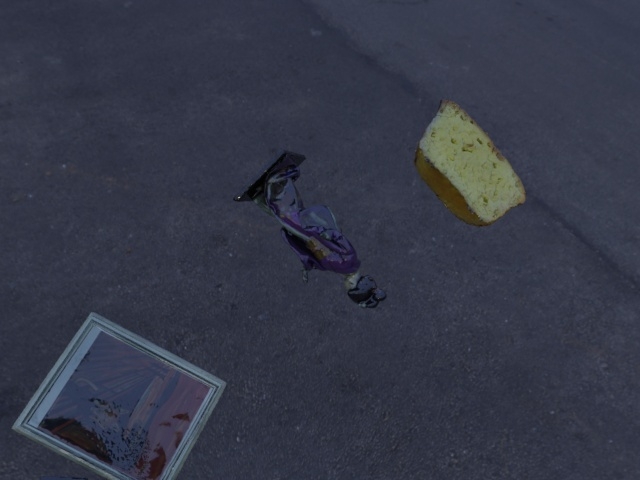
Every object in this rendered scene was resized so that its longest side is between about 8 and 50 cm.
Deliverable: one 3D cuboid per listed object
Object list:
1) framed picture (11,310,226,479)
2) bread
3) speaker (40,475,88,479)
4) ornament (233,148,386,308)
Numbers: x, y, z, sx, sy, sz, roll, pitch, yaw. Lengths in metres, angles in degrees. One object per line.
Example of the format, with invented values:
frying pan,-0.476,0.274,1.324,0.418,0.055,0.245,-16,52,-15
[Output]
framed picture,-0.328,0.274,0.704,0.273,0.016,0.217,27,72,-1
bread,0.207,-0.106,0.609,0.103,0.065,0.187,-44,95,-8
speaker,-0.449,0.493,0.666,0.082,0.044,0.218,8,31,-11
ornament,-0.008,0.003,0.488,0.203,0.081,0.088,56,18,1
